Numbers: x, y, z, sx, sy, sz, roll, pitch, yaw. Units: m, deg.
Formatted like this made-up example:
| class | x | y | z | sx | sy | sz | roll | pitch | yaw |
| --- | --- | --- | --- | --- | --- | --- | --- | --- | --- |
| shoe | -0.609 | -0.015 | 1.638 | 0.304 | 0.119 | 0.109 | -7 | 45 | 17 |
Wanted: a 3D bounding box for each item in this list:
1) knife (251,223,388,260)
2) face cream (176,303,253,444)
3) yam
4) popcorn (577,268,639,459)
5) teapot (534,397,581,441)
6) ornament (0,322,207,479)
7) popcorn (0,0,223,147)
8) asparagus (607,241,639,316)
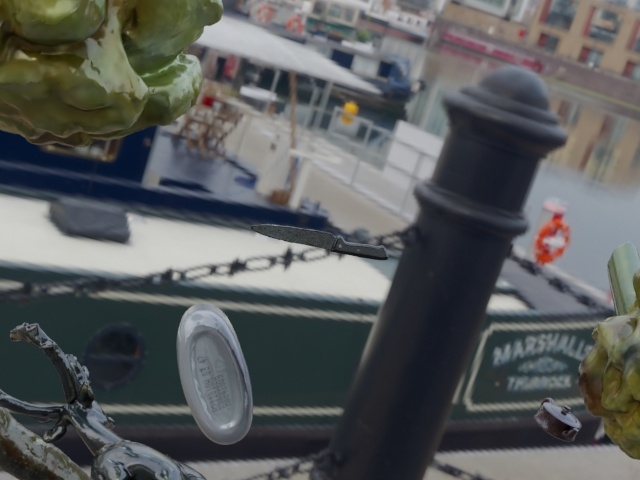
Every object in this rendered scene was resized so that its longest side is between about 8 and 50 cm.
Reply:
| class | x | y | z | sx | sy | sz | roll | pitch | yaw |
| --- | --- | --- | --- | --- | --- | --- | --- | --- | --- |
| knife | 0.000 | 0.000 | 1.233 | 0.170 | 0.023 | 0.010 | 11 | -10 | -6 |
| face cream | -0.139 | 0.160 | 1.336 | 0.080 | 0.163 | 0.337 | -15 | 2 | -7 |
| yam | -0.331 | 0.234 | 1.132 | 0.253 | 0.061 | 0.061 | 49 | 1 | -24 |
| popcorn | 0.378 | 0.138 | 1.083 | 0.169 | 0.189 | 0.218 | 27 | -30 | -16 |
| teapot | 0.360 | 0.267 | 1.548 | 0.068 | 0.045 | 0.100 | 24 | 16 | -23 |
| ornament | -0.201 | 0.152 | 0.842 | 0.236 | 0.080 | 0.202 | 39 | -9 | 15 |
| popcorn | -0.199 | -0.233 | 0.804 | 0.274 | 0.335 | 0.279 | -11 | -36 | 18 |
| asparagus | 0.432 | 0.084 | 1.413 | 0.060 | 0.067 | 0.277 | 19 | 25 | -1 |
